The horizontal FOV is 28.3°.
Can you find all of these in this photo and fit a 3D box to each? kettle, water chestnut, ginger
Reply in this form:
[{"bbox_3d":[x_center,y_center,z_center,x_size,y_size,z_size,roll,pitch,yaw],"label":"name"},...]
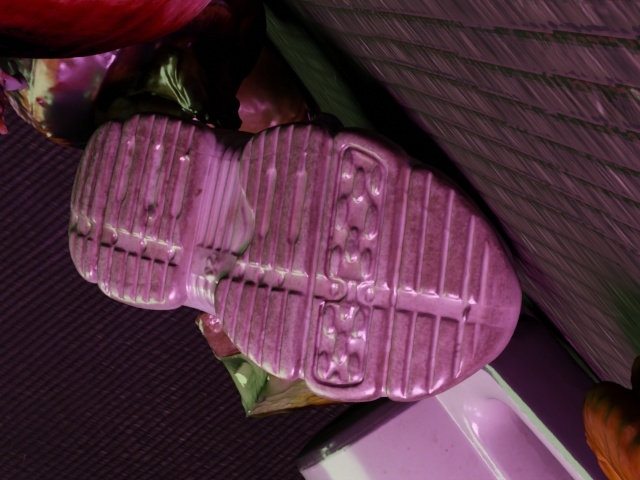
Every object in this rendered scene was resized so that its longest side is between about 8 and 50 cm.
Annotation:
[{"bbox_3d":[0.184,0.249,0.985,0.376,0.250,0.361,55,158,5],"label":"kettle"},{"bbox_3d":[-0.147,-0.167,1.021,0.238,0.224,0.223,58,-179,22],"label":"water chestnut"},{"bbox_3d":[-0.159,-0.167,1.364,0.269,0.223,0.200,54,176,22],"label":"ginger"}]

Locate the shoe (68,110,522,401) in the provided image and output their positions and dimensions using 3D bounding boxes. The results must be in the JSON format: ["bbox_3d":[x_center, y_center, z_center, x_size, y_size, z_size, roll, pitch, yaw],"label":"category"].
[{"bbox_3d":[0.001,-0.003,0.917,0.351,0.171,0.198,21,-172,31],"label":"shoe"}]

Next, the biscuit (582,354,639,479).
[{"bbox_3d":[0.199,0.144,0.567,0.220,0.066,0.220,54,-178,-2],"label":"biscuit"}]

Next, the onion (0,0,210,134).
[{"bbox_3d":[-0.177,-0.175,0.638,0.273,0.285,0.273,23,-152,-13],"label":"onion"}]

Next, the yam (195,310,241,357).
[{"bbox_3d":[-0.019,0.020,1.292,0.129,0.238,0.128,60,-177,-19],"label":"yam"}]

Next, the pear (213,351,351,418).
[{"bbox_3d":[0.012,0.045,1.465,0.176,0.286,0.281,108,153,-59],"label":"pear"}]
